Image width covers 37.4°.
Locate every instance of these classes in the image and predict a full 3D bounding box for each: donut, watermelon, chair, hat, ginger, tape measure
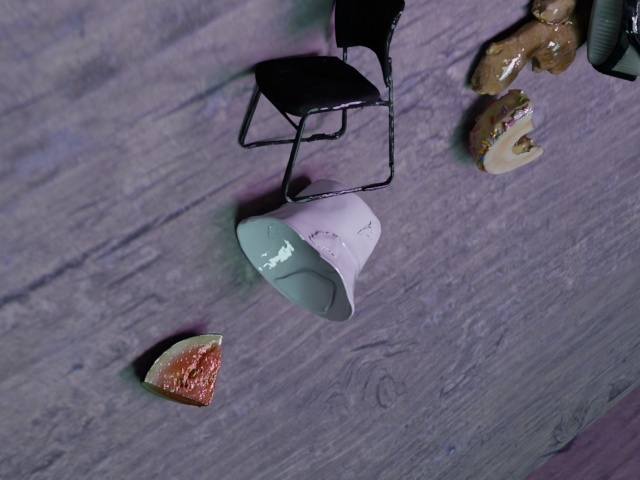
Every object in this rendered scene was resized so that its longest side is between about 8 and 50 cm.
[{"bbox_3d":[0.272,-0.155,1.421,0.108,0.065,0.166,-31,155,5],"label":"donut"},{"bbox_3d":[-0.178,0.199,1.316,0.125,0.094,0.135,-35,149,-25],"label":"watermelon"},{"bbox_3d":[0.005,-0.178,1.068,0.145,0.140,0.221,-10,127,-26],"label":"chair"},{"bbox_3d":[0.000,0.000,1.244,0.126,0.203,0.203,-50,151,-26],"label":"hat"},{"bbox_3d":[0.309,-0.271,1.351,0.214,0.059,0.133,-46,142,-1],"label":"ginger"},{"bbox_3d":[0.460,-0.319,1.358,0.207,0.115,0.235,-58,156,-32],"label":"tape measure"}]
